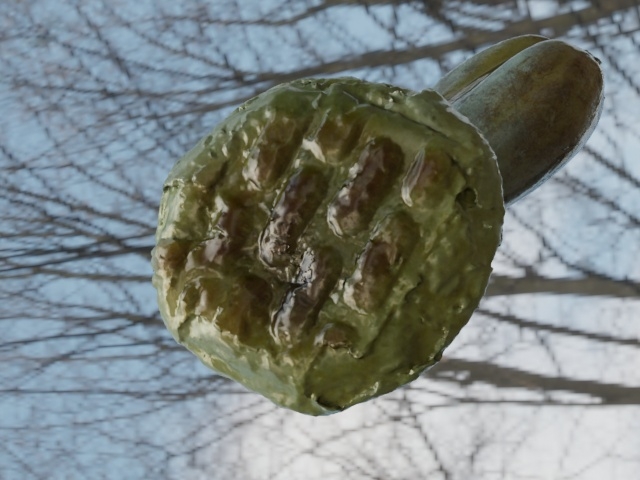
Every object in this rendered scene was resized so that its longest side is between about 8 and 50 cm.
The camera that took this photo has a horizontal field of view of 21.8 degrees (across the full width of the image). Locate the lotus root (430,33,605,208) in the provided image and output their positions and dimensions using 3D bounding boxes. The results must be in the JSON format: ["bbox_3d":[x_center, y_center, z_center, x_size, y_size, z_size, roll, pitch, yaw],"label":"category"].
[{"bbox_3d":[0.146,-0.081,1.659,0.322,0.158,0.140,-38,-65,-7],"label":"lotus root"}]

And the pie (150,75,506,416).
[{"bbox_3d":[0.000,0.000,1.356,0.071,0.306,0.306,35,-120,-66],"label":"pie"}]
